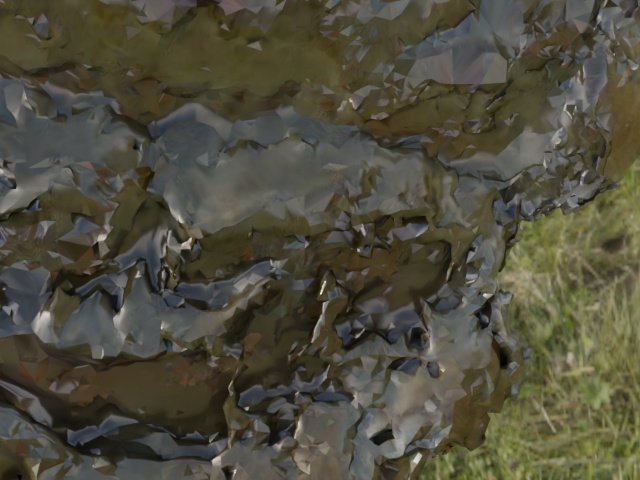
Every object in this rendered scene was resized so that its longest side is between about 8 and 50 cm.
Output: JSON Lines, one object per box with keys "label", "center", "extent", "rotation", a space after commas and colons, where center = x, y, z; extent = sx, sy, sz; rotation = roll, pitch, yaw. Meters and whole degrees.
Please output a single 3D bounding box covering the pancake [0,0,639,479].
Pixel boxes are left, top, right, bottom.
{"label": "pancake", "center": [-0.046, -0.041, 0.366], "extent": [0.382, 0.382, 0.071], "rotation": [-29, 22, -6]}
